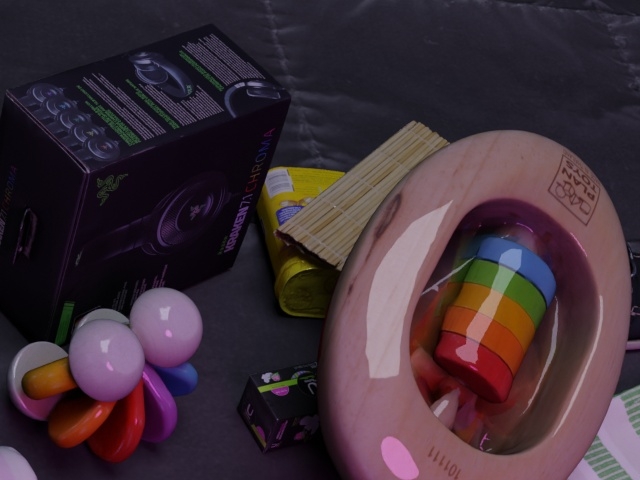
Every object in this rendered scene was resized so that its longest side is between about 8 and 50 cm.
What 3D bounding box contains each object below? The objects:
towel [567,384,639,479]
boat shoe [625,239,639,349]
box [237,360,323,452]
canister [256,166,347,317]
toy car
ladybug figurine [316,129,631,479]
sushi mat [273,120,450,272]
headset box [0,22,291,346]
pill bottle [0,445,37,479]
[{"bbox_3d":[0.341,0.258,1.754,0.325,0.038,0.248,-16,54,-36],"label":"towel"},{"bbox_3d":[0.294,0.037,1.917,0.340,0.113,0.127,6,42,-18],"label":"boat shoe"},{"bbox_3d":[-0.028,0.162,1.684,0.083,0.052,0.062,-9,48,-33],"label":"box"},{"bbox_3d":[0.000,0.000,1.861,0.126,0.073,0.170,4,42,-20],"label":"canister"},{"bbox_3d":[-0.187,0.133,1.596,0.182,0.159,0.136,-29,95,-43],"label":"toy car"},{"bbox_3d":[0.141,0.087,1.667,0.305,0.162,0.449,41,59,-14],"label":"ladybug figurine"},{"bbox_3d":[0.089,-0.035,1.872,0.151,0.019,0.316,34,39,13],"label":"sushi mat"},{"bbox_3d":[-0.198,-0.052,1.695,0.283,0.246,0.131,-24,57,-41],"label":"headset box"},{"bbox_3d":[-0.373,0.259,1.333,0.301,0.169,0.169,-5,47,-27],"label":"pill bottle"}]
